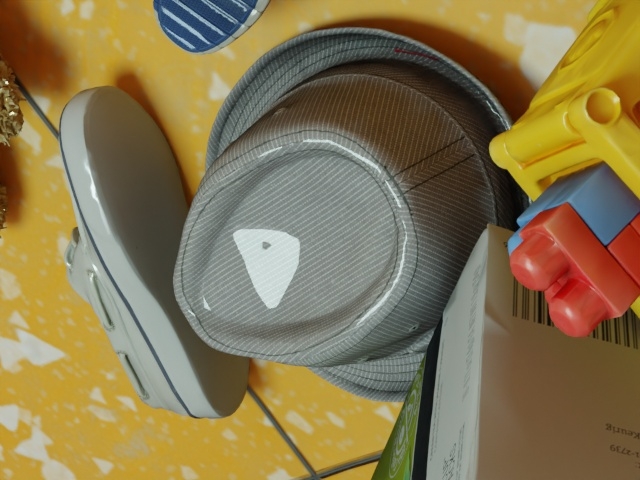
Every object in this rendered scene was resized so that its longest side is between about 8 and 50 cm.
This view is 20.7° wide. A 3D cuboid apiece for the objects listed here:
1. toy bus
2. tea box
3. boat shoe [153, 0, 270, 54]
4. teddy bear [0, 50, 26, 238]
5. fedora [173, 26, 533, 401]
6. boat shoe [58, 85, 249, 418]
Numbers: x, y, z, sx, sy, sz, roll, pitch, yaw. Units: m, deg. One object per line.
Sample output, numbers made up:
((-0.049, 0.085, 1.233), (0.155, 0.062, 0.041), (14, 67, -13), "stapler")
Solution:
((0.194, -0.015, 0.889), (0.220, 0.211, 0.149), (46, 158, -8), "toy bus")
((0.194, 0.208, 1.006), (0.329, 0.220, 0.323), (16, 132, -6), "tea box")
((-0.035, -0.184, 1.032), (0.066, 0.066, 0.183), (39, 129, -1), "boat shoe")
((-0.320, -0.088, 1.275), (0.245, 0.113, 0.338), (39, 142, 12), "teddy bear")
((0.000, 0.000, 1.076), (0.275, 0.124, 0.244), (-24, 92, 41), "fedora")
((-0.134, 0.014, 1.231), (0.088, 0.096, 0.267), (-3, 129, 29), "boat shoe")
